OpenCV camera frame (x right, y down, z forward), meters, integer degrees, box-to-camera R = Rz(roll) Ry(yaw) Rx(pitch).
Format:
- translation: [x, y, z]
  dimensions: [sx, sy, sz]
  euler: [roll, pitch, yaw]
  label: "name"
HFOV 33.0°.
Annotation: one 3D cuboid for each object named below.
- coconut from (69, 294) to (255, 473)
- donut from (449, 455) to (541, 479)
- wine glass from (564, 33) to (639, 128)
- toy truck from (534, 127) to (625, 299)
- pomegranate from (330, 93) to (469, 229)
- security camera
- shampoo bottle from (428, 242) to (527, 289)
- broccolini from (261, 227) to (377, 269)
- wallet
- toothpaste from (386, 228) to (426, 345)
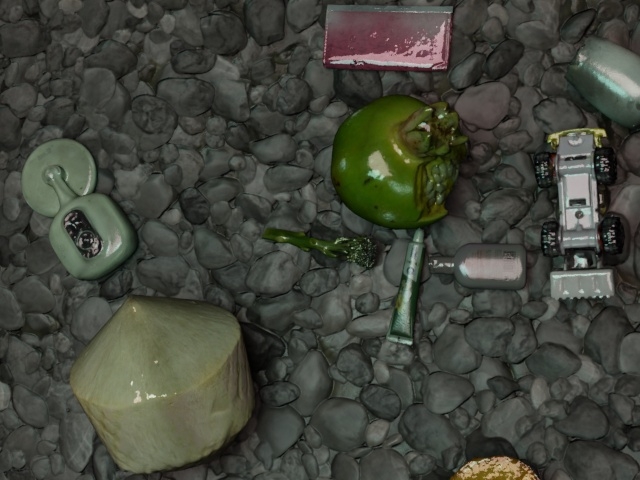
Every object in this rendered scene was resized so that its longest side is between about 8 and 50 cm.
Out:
- translation: [-0.269, 0.225, 1.817]
  dimensions: [0.329, 0.329, 0.328]
  euler: [-2, 82, 13]
  label: "coconut"
- translation: [0.292, 0.445, 1.782]
  dimensions: [0.174, 0.074, 0.190]
  euler: [-17, 83, 10]
  label: "donut"
- translation: [0.509, -0.252, 1.798]
  dimensions: [0.204, 0.111, 0.111]
  euler: [38, 93, 11]
  label: "wine glass"
- translation: [0.433, -0.044, 1.790]
  dimensions: [0.136, 0.111, 0.286]
  euler: [-4, 84, 23]
  label: "toy truck"
- translation: [0.138, -0.145, 1.783]
  dimensions: [0.236, 0.302, 0.236]
  euler: [3, 72, -11]
  label: "pomegranate"
- translation: [-0.466, -0.066, 2.031]
  dimensions: [0.157, 0.080, 0.301]
  euler: [-37, 73, 7]
  label: "security camera"
- translation: [0.269, 0.044, 1.854]
  dimensions: [0.165, 0.040, 0.080]
  euler: [1, 84, 14]
  label: "shampoo bottle"
- translation: [0.000, -0.002, 1.924]
  dimensions: [0.216, 0.067, 0.058]
  euler: [15, 83, 24]
  label: "broccolini"
- translation: [0.121, -0.365, 1.950]
  dimensions: [0.232, 0.025, 0.119]
  euler: [4, 83, 14]
  label: "wallet"
- translation: [0.155, 0.079, 1.883]
  dimensions: [0.049, 0.031, 0.204]
  euler: [10, 87, 16]
  label: "toothpaste"
